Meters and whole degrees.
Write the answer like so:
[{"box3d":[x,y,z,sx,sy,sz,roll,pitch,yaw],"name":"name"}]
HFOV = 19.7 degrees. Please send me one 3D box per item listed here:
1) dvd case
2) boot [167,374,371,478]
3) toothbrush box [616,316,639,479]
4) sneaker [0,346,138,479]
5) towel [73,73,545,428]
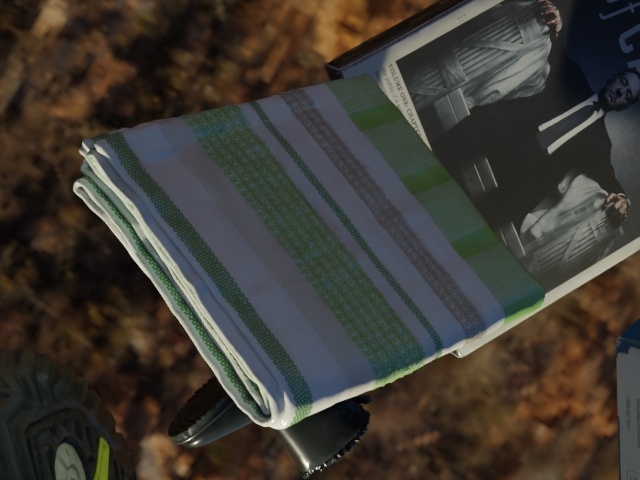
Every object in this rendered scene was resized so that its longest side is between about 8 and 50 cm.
[{"box3d":[0.137,-0.070,0.988,0.239,0.029,0.179,-30,114,-13],"name":"dvd case"},{"box3d":[-0.032,0.124,1.270,0.121,0.045,0.099,-43,111,-9],"name":"boot"},{"box3d":[0.284,0.088,0.988,0.295,0.126,0.216,-35,130,-43],"name":"toothbrush box"},{"box3d":[-0.141,0.182,0.795,0.384,0.147,0.145,85,2,-52],"name":"sneaker"},{"box3d":[0.000,0.000,0.618,0.152,0.113,0.023,-18,156,-50],"name":"towel"}]
